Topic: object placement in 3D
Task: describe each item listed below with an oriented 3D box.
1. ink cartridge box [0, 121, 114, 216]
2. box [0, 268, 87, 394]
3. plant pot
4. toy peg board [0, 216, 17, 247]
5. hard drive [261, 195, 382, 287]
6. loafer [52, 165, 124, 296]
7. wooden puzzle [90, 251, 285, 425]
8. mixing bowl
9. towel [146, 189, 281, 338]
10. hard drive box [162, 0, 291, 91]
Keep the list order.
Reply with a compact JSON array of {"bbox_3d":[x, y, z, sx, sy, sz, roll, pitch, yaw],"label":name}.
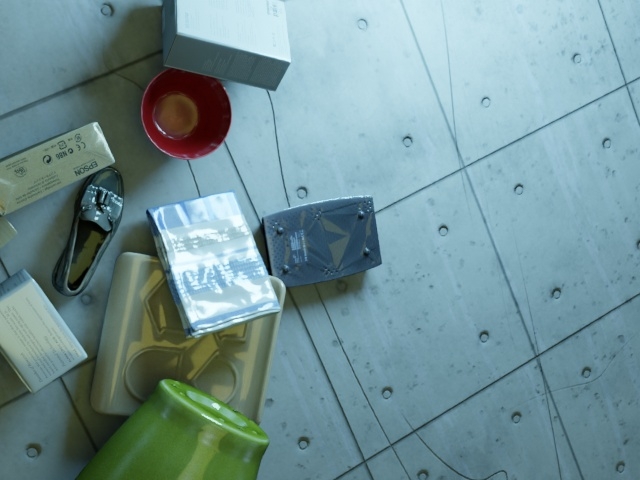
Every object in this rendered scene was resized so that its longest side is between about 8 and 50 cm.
[{"bbox_3d":[-0.518,-0.122,1.695,0.235,0.193,0.088,-32,105,-32],"label":"ink cartridge box"},{"bbox_3d":[-0.539,0.163,1.740,0.119,0.181,0.182,-35,106,-16],"label":"box"},{"bbox_3d":[-0.277,0.464,1.753,0.366,0.366,0.353,31,87,-21],"label":"plant pot"},{"bbox_3d":[-0.682,-0.020,1.737,0.160,0.079,0.161,-47,110,-29],"label":"toy peg board"},{"bbox_3d":[0.000,0.000,2.015,0.255,0.054,0.172,-12,99,-21],"label":"hard drive"},{"bbox_3d":[-0.438,-0.015,1.820,0.096,0.084,0.267,20,86,-22],"label":"loafer"},{"bbox_3d":[-0.269,0.205,1.914,0.348,0.080,0.322,11,89,-18],"label":"wooden puzzle"},{"bbox_3d":[-0.275,-0.249,1.861,0.181,0.098,0.181,-2,94,-23],"label":"mixing bowl"},{"bbox_3d":[-0.212,0.042,1.874,0.209,0.034,0.285,-14,74,-29],"label":"towel"},{"bbox_3d":[-0.186,-0.407,1.843,0.232,0.089,0.181,11,50,-22],"label":"hard drive box"}]
